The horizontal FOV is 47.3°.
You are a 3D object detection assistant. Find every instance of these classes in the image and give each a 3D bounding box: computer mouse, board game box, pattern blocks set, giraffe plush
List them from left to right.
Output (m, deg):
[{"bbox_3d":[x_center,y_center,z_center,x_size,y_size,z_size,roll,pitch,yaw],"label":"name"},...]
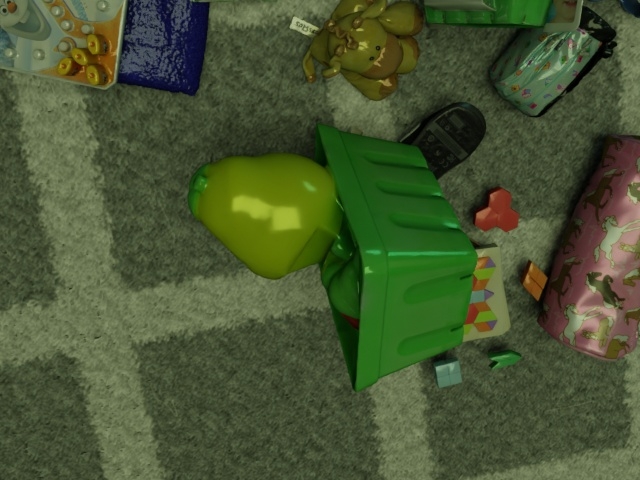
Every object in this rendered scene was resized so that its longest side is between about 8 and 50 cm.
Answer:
[{"bbox_3d":[-0.451,-0.437,1.005,0.390,0.050,0.390,12,103,2],"label":"board game box"},{"bbox_3d":[0.063,-0.299,1.099,0.210,0.170,0.181,5,106,-9],"label":"giraffe plush"},{"bbox_3d":[0.133,-0.151,1.213,0.184,0.060,0.262,34,111,-20],"label":"computer mouse"},{"bbox_3d":[0.257,0.095,1.279,0.285,0.026,0.325,-23,108,-1],"label":"pattern blocks set"}]

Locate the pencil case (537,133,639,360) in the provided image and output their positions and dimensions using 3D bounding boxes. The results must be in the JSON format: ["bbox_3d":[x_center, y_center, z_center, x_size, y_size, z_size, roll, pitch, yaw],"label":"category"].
[{"bbox_3d":[0.514,0.007,1.258,0.167,0.160,0.386,8,105,-30],"label":"pencil case"}]

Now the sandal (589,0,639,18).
[{"bbox_3d":[0.444,-0.435,1.131,0.317,0.126,0.138,9,112,-16],"label":"sandal"}]

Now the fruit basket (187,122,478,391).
[{"bbox_3d":[0.000,0.000,1.045,0.392,0.392,0.283,-4,127,-7],"label":"fruit basket"}]

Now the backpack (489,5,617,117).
[{"bbox_3d":[0.363,-0.290,1.169,0.115,0.152,0.182,37,111,-10],"label":"backpack"}]

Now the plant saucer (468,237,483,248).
[{"bbox_3d":[0.214,0.078,1.300,0.199,0.036,0.198,-2,107,-7],"label":"plant saucer"}]

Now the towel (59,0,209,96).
[{"bbox_3d":[-0.274,-0.381,1.079,0.228,0.076,0.308,7,105,-9],"label":"towel"}]

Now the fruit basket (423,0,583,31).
[{"bbox_3d":[0.244,-0.469,1.000,0.165,0.327,0.353,-12,111,-27],"label":"fruit basket"}]
